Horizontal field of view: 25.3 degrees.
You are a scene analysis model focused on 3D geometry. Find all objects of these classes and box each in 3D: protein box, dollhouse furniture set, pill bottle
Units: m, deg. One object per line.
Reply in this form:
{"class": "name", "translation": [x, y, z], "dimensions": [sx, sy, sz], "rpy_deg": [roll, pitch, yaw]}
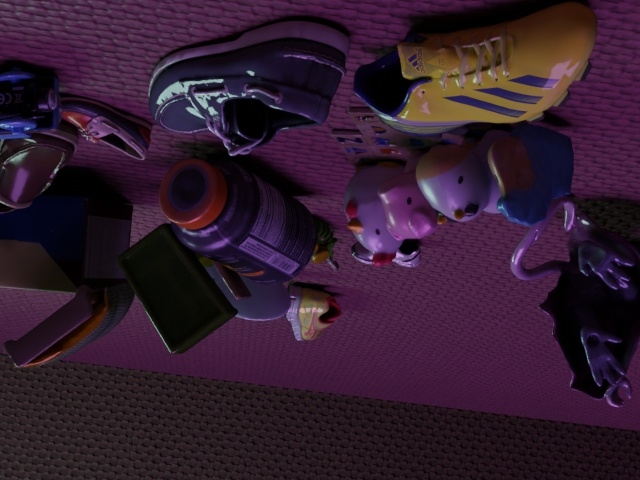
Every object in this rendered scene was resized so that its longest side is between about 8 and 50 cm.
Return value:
{"class": "protein box", "translation": [-0.399, 0.003, 2.062], "dimensions": [0.200, 0.136, 0.201], "rpy_deg": [4, 179, 11]}
{"class": "dollhouse furniture set", "translation": [-0.257, 0.121, 1.960], "dimensions": [0.301, 0.151, 0.197], "rpy_deg": [-36, 173, 10]}
{"class": "pill bottle", "translation": [-0.114, -0.031, 1.888], "dimensions": [0.130, 0.130, 0.245], "rpy_deg": [-1, 164, 28]}

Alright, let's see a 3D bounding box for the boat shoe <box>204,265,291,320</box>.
{"class": "boat shoe", "translation": [-0.172, 0.084, 2.491], "dimensions": [0.258, 0.095, 0.084], "rpy_deg": [15, 172, 9]}

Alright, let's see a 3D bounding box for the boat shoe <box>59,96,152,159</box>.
{"class": "boat shoe", "translation": [-0.263, -0.136, 1.713], "dimensions": [0.137, 0.043, 0.049], "rpy_deg": [20, 163, -38]}

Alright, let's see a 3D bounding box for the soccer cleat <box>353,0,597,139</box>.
{"class": "soccer cleat", "translation": [0.138, -0.160, 1.333], "dimensions": [0.121, 0.093, 0.289], "rpy_deg": [22, 160, -28]}

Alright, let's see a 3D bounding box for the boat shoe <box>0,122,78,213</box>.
{"class": "boat shoe", "translation": [-0.382, -0.087, 1.855], "dimensions": [0.095, 0.095, 0.257], "rpy_deg": [13, 165, -23]}

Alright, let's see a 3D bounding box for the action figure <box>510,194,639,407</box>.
{"class": "action figure", "translation": [0.385, 0.082, 1.989], "dimensions": [0.276, 0.248, 0.370], "rpy_deg": [38, -164, 7]}

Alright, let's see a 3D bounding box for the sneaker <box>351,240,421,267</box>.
{"class": "sneaker", "translation": [0.101, 0.012, 2.170], "dimensions": [0.109, 0.040, 0.044], "rpy_deg": [3, 150, -1]}

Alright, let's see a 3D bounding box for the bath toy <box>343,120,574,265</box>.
{"class": "bath toy", "translation": [0.137, -0.049, 1.667], "dimensions": [0.151, 0.129, 0.348], "rpy_deg": [14, 165, -30]}

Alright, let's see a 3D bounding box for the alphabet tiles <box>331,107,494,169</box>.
{"class": "alphabet tiles", "translation": [0.116, -0.114, 1.700], "dimensions": [0.198, 0.009, 0.237], "rpy_deg": [3, 165, 16]}

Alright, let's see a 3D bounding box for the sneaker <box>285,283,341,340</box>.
{"class": "sneaker", "translation": [-0.005, 0.138, 2.623], "dimensions": [0.094, 0.081, 0.208], "rpy_deg": [2, 165, 10]}

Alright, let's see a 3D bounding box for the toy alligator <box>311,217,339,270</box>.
{"class": "toy alligator", "translation": [0.000, 0.000, 2.132], "dimensions": [0.051, 0.056, 0.189], "rpy_deg": [-40, 151, 11]}

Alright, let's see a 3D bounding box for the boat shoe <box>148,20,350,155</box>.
{"class": "boat shoe", "translation": [-0.089, -0.143, 1.484], "dimensions": [0.116, 0.099, 0.319], "rpy_deg": [16, 163, -35]}

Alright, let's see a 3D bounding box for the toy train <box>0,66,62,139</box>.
{"class": "toy train", "translation": [-0.380, -0.151, 1.630], "dimensions": [0.184, 0.080, 0.105], "rpy_deg": [-4, 174, 10]}
